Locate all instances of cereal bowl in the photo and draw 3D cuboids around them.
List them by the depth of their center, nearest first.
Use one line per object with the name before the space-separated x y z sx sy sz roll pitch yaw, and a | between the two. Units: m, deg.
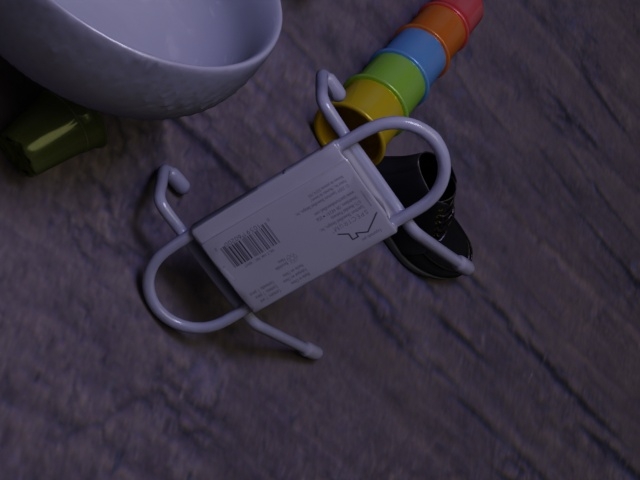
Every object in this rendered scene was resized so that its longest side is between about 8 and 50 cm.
cereal bowl | -0.210 -0.237 1.311 0.339 0.141 0.339 28 36 -22

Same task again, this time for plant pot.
plant pot | -0.260 -0.102 1.338 0.079 0.083 0.083 -40 113 -27

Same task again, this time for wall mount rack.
wall mount rack | 0.000 0.000 1.467 0.304 0.350 0.130 54 17 -24

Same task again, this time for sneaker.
sneaker | 0.139 -0.024 1.693 0.222 0.118 0.083 39 59 -35

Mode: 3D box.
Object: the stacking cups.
stacking cups | 0.114 -0.211 1.710 0.316 0.096 0.096 -48 117 -38
